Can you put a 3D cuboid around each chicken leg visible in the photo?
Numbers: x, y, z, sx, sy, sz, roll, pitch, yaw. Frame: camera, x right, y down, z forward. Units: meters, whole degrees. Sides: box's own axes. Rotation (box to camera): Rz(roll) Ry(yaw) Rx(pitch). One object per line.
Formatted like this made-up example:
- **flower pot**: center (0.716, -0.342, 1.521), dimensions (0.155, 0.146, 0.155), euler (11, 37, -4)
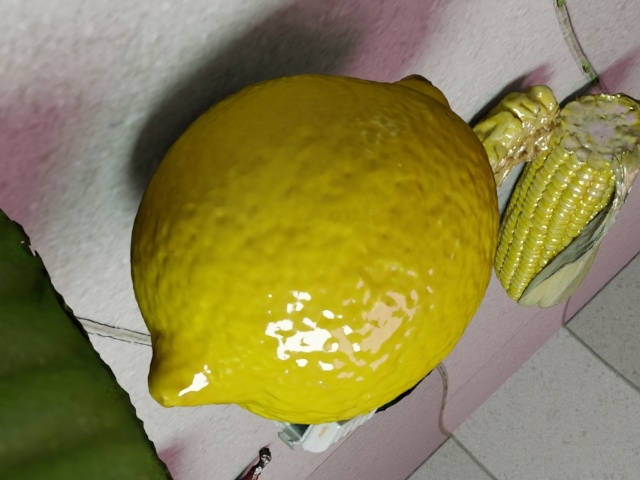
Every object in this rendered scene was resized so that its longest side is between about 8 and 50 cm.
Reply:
- **chicken leg**: center (-0.093, 0.311, 1.173), dimensions (0.062, 0.037, 0.145), euler (-56, 175, -45)

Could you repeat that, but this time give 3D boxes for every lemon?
- **lemon**: center (0.000, 0.000, 0.508), dimensions (0.244, 0.187, 0.187), euler (-47, 164, -31)

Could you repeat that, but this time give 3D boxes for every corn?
- **corn**: center (0.277, -0.037, 1.060), dimensions (0.123, 0.122, 0.305), euler (-35, 157, -26)

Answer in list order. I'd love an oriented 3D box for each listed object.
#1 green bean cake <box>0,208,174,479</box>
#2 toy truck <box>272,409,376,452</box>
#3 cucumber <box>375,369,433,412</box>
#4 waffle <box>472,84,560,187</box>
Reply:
- **green bean cake**: center (-0.161, 0.108, 0.372), dimensions (0.113, 0.214, 0.200), euler (-12, 144, -46)
- **toy truck**: center (0.026, 0.098, 0.856), dimensions (0.098, 0.114, 0.227), euler (-24, 152, -45)
- **cucumber**: center (0.105, 0.125, 1.125), dimensions (0.072, 0.081, 0.303), euler (-66, 180, -45)
- **waffle**: center (0.142, -0.058, 0.865), dimensions (0.194, 0.051, 0.149), euler (-49, 161, -2)
